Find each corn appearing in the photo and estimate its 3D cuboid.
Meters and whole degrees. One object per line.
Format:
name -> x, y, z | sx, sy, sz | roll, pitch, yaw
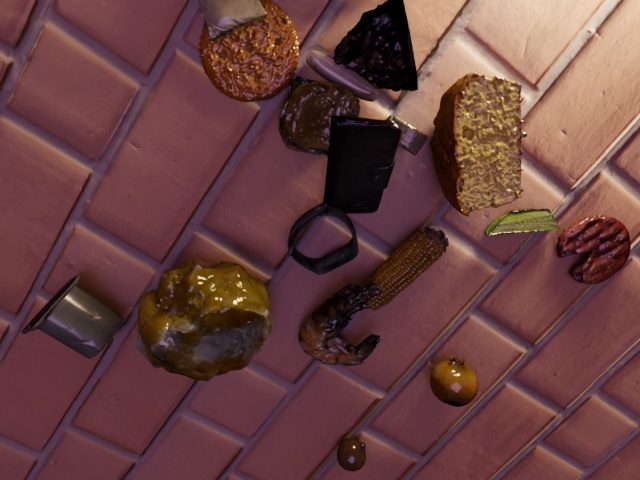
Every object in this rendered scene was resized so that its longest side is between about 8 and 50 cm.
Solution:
corn -> 0.237, 0.081, 1.182 | 0.115, 0.115, 0.318 | 41, 103, -14

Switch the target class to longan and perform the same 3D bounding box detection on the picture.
longan -> 0.111, 0.744, 1.410 | 0.113, 0.092, 0.113 | 0, 86, -3

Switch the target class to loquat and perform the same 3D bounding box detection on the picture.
loquat -> 0.430, 0.457, 1.302 | 0.163, 0.137, 0.163 | 4, 105, 16

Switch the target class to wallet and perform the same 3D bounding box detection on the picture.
wallet -> 0.097, -0.175, 1.036 | 0.173, 0.045, 0.318 | 2, 143, -4

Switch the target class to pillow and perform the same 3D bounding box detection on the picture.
pillow -> -0.233, -0.601, 0.939 | 0.148, 0.050, 0.229 | -22, 95, -3

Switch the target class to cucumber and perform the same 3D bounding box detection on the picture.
cucumber -> 0.584, -0.058, 1.181 | 0.220, 0.046, 0.070 | -6, 107, -2

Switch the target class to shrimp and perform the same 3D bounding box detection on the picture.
shrimp -> 0.084, 0.265, 1.218 | 0.233, 0.071, 0.365 | 38, 121, -9

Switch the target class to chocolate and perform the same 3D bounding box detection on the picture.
chocolate -> 0.124, -0.439, 0.959 | 0.177, 0.224, 0.206 | -11, 125, 15

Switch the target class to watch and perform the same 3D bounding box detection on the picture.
watch -> 0.000, 0.000, 1.147 | 0.206, 0.068, 0.193 | -26, 118, 20

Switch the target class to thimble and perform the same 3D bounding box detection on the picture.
thimble -> 0.223, -0.277, 1.068 | 0.110, 0.084, 0.062 | 28, 106, -13

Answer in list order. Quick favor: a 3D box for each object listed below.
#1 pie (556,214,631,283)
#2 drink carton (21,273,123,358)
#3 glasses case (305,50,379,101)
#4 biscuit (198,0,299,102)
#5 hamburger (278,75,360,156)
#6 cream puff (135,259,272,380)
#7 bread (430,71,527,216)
pie -> 0.820, 0.027, 1.216 | 0.204, 0.054, 0.218 | -24, 106, 6
drink carton -> -0.684, 0.224, 1.150 | 0.190, 0.191, 0.185 | 42, 140, -21
glasses case -> 0.057, -0.412, 1.019 | 0.204, 0.081, 0.051 | 27, 101, -9
biscuit -> -0.177, -0.475, 1.011 | 0.254, 0.035, 0.253 | -1, 109, -3
hamburger -> -0.002, -0.312, 1.041 | 0.206, 0.130, 0.183 | 16, 107, 11
cream puff -> -0.326, 0.197, 1.133 | 0.378, 0.275, 0.378 | -16, 132, -18
bread -> 0.391, -0.248, 1.039 | 0.195, 0.179, 0.339 | -9, 106, -1
